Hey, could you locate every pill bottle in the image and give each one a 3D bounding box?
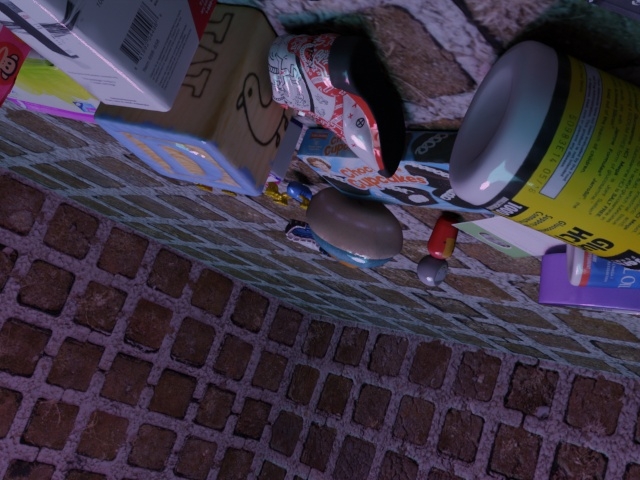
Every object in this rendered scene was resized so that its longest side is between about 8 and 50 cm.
[{"bbox_3d":[0.332,-0.076,0.752,0.333,0.188,0.188,21,167,-7],"label":"pill bottle"},{"bbox_3d":[0.489,0.012,0.991,0.221,0.125,0.124,1,162,15],"label":"pill bottle"}]

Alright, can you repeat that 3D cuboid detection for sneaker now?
[{"bbox_3d":[0.000,0.000,1.826,0.190,0.072,0.083,24,175,18],"label":"sneaker"},{"bbox_3d":[0.024,-0.191,0.942,0.144,0.090,0.270,13,159,28],"label":"sneaker"}]

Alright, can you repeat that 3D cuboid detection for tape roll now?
[{"bbox_3d":[0.533,0.082,1.179,0.274,0.090,0.275,7,174,1],"label":"tape roll"}]

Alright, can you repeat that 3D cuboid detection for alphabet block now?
[{"bbox_3d":[-0.165,-0.200,0.947,0.193,0.197,0.192,15,167,21],"label":"alphabet block"}]

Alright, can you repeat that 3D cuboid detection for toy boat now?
[{"bbox_3d":[0.124,0.003,1.343,0.317,0.148,0.267,11,-160,-12],"label":"toy boat"}]

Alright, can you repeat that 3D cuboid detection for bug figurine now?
[{"bbox_3d":[-0.150,-0.130,1.430,0.278,0.072,0.216,12,178,17],"label":"bug figurine"}]

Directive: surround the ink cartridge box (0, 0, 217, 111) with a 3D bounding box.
[{"bbox_3d":[-0.240,-0.290,0.686,0.114,0.197,0.273,12,165,29],"label":"ink cartridge box"}]

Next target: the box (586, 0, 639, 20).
[{"bbox_3d":[0.290,-0.235,0.464,0.182,0.056,0.231,20,167,-1],"label":"box"}]

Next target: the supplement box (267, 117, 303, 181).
[{"bbox_3d":[-0.152,-0.176,1.214,0.111,0.114,0.220,27,166,-34],"label":"supplement box"}]

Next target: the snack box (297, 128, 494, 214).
[{"bbox_3d":[0.138,-0.119,1.136,0.321,0.060,0.187,9,163,39],"label":"snack box"}]

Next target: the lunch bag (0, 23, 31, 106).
[{"bbox_3d":[-0.550,-0.292,0.924,0.120,0.293,0.258,18,168,26],"label":"lunch bag"}]

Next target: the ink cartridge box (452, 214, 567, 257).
[{"bbox_3d":[0.375,-0.027,1.184,0.171,0.056,0.235,25,167,-23],"label":"ink cartridge box"}]

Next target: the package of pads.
[{"bbox_3d":[-0.499,-0.309,1.190,0.296,0.101,0.229,13,166,22],"label":"package of pads"}]
